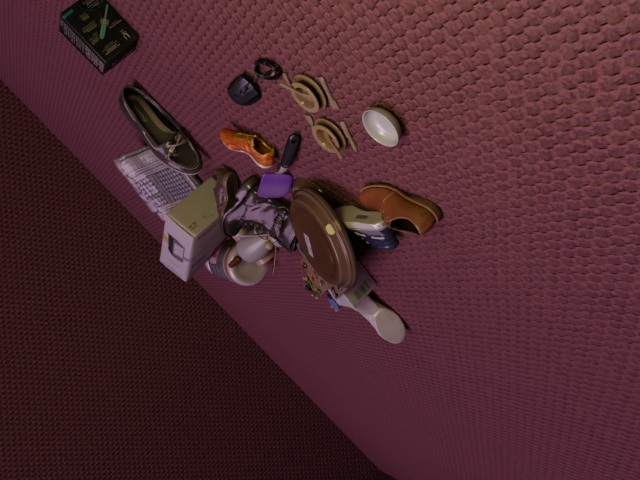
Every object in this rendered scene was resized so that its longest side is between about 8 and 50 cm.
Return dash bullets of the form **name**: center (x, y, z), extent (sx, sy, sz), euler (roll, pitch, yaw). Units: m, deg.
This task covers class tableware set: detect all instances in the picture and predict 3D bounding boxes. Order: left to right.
- **tableware set**: center (-0.009, -0.251, 1.309), extent (0.128, 0.039, 0.194), euler (21, 150, 46)

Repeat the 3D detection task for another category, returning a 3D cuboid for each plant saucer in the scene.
- **plant saucer**: center (-0.017, -0.091, 1.658), extent (0.168, 0.029, 0.168), euler (37, 158, 18)
- **plant saucer**: center (0.000, 0.000, 1.588), extent (0.278, 0.041, 0.277), euler (51, 159, 29)

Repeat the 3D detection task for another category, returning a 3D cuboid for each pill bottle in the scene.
- **pill bottle**: center (-0.315, 0.075, 2.343), extent (0.162, 0.162, 0.278), euler (52, 158, -23)

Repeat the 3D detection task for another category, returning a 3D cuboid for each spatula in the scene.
- **spatula**: center (-0.092, -0.181, 1.577), extent (0.084, 0.030, 0.296), euler (3, 158, -15)

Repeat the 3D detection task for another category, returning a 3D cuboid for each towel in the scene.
- **towel**: center (-0.555, -0.195, 2.267), extent (0.324, 0.056, 0.312), euler (-10, 127, 40)

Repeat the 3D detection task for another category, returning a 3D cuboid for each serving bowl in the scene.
- **serving bowl**: center (0.117, -0.212, 1.169), extent (0.083, 0.027, 0.083), euler (37, 158, 17)

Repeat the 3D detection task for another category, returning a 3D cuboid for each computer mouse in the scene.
- **computer mouse**: center (-0.150, -0.340, 1.393), extent (0.071, 0.041, 0.242), euler (49, 158, -14)

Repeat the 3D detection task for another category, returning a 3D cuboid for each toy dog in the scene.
- **toy dog**: center (-0.214, 0.021, 2.050), extent (0.220, 0.161, 0.333), euler (40, 160, 7)

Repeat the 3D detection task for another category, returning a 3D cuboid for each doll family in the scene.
- **doll family**: center (0.005, 0.149, 2.039), extent (0.193, 0.076, 0.111), euler (25, 149, 30)

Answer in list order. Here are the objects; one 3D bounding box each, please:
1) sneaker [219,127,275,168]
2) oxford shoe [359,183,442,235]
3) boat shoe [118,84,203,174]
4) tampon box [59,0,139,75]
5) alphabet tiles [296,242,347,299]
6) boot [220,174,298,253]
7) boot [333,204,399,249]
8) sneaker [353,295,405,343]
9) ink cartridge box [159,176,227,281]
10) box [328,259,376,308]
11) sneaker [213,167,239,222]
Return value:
- **sneaker**: center (-0.183, -0.250, 1.626), extent (0.175, 0.064, 0.067), euler (29, 141, 18)
- **oxford shoe**: center (0.149, -0.064, 1.339), extent (0.212, 0.076, 0.076), euler (24, 154, 46)
- **boat shoe**: center (-0.489, -0.333, 1.934), extent (0.335, 0.112, 0.095), euler (46, 164, 3)
- **tampon box**: center (-0.580, -0.542, 1.671), extent (0.161, 0.120, 0.101), euler (48, 159, -11)
- **alphabet tiles**: center (0.006, 0.063, 1.724), extent (0.198, 0.009, 0.237), euler (58, 153, 13)
- **boot**: center (-0.162, -0.041, 1.852), extent (0.229, 0.091, 0.263), euler (41, 134, 8)
- **boot**: center (0.099, -0.026, 1.509), extent (0.190, 0.069, 0.086), euler (16, 141, 50)
- **sneaker**: center (0.165, 0.217, 1.890), extent (0.212, 0.080, 0.094), euler (43, 178, -2)
- **ink cartridge box**: center (-0.407, -0.034, 2.124), extent (0.131, 0.226, 0.306), euler (38, 145, 8)
- **box**: center (0.078, 0.118, 1.788), extent (0.102, 0.101, 0.087), euler (53, 158, -20)
- **sneaker**: center (-0.294, -0.137, 1.967), extent (0.071, 0.066, 0.188), euler (32, 127, 33)
